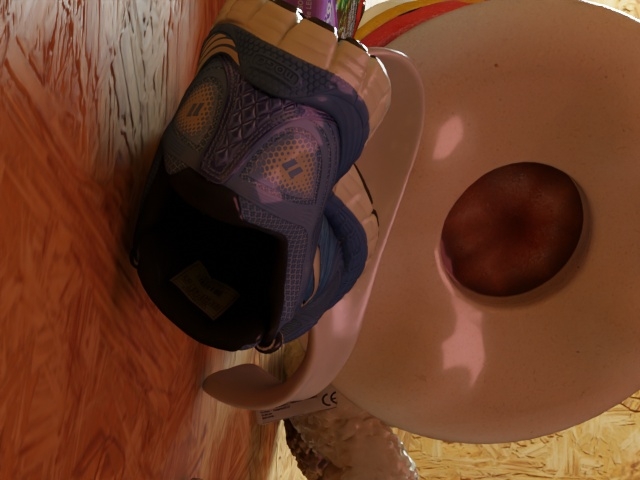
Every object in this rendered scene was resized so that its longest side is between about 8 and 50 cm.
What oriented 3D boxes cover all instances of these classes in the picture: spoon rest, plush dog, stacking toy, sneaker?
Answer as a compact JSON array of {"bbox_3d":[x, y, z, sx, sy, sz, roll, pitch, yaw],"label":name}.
[{"bbox_3d":[0.000,0.000,1.292,0.137,0.084,0.276,-13,130,-45],"label":"spoon rest"},{"bbox_3d":[0.033,0.105,1.715,0.262,0.210,0.225,-52,-175,-4],"label":"plush dog"},{"bbox_3d":[0.096,-0.087,1.598,0.480,0.350,0.351,-119,-148,-62],"label":"stacking toy"},{"bbox_3d":[-0.050,-0.006,1.100,0.147,0.129,0.330,-57,168,-19],"label":"sneaker"}]

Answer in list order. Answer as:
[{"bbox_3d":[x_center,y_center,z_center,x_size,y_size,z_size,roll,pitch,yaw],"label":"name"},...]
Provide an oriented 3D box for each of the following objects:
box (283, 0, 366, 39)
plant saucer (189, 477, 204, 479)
[{"bbox_3d":[-0.002,-0.242,1.305,0.201,0.057,0.293,-68,166,-54],"label":"box"},{"bbox_3d":[-0.094,0.202,1.337,0.083,0.013,0.083,9,90,-82],"label":"plant saucer"}]
